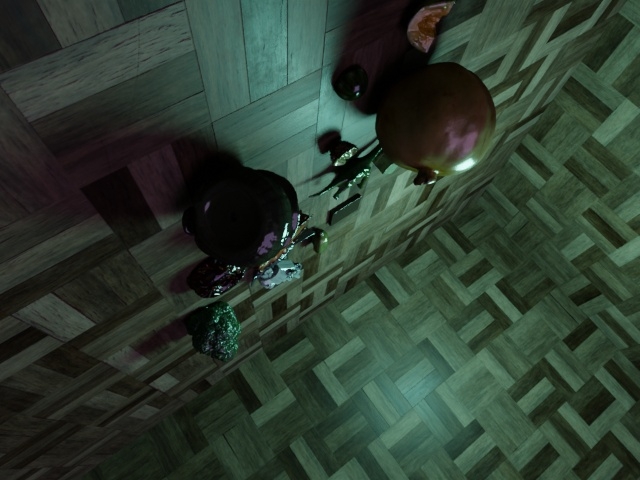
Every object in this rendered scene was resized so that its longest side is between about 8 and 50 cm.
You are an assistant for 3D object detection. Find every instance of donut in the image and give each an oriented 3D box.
[{"bbox_3d":[-0.390,0.138,1.762,0.235,0.089,0.235,-32,161,-12],"label":"donut"}]

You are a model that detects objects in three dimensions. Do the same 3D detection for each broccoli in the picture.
[{"bbox_3d":[-0.488,0.423,2.083,0.254,0.269,0.269,-14,151,-42],"label":"broccoli"}]

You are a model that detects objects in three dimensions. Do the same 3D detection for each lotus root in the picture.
[{"bbox_3d":[0.001,0.000,2.176,0.077,0.090,0.183,-7,153,-7],"label":"lotus root"}]

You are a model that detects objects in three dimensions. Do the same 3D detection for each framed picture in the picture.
[{"bbox_3d":[0.113,-0.142,2.151,0.168,0.023,0.128,-33,162,-17],"label":"framed picture"}]

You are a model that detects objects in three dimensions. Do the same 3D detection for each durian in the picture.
[{"bbox_3d":[0.066,-0.306,1.584,0.110,0.071,0.140,-41,176,25],"label":"durian"}]

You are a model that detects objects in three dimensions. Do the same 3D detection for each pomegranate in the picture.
[{"bbox_3d":[0.372,-0.372,1.516,0.411,0.411,0.411,-34,162,-13],"label":"pomegranate"}]

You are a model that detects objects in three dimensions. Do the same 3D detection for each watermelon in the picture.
[{"bbox_3d":[0.097,-0.443,1.323,0.105,0.062,0.105,-30,162,-11],"label":"watermelon"}]

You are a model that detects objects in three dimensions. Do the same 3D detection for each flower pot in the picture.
[{"bbox_3d":[-0.220,-0.071,1.290,0.302,0.302,0.213,-44,173,17],"label":"flower pot"}]

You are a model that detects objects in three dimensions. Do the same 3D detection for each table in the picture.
[{"bbox_3d":[0.270,-0.327,1.905,0.079,0.083,0.062,-15,152,-52],"label":"table"}]

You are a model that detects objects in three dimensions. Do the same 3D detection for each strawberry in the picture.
[{"bbox_3d":[-0.182,-0.011,1.668,0.280,0.150,0.253,-45,176,-24],"label":"strawberry"}]

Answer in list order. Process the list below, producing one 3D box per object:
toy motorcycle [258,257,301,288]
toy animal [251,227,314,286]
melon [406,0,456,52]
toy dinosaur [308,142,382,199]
[{"bbox_3d":[-0.205,0.159,2.130,0.260,0.110,0.171,2,135,-51],"label":"toy motorcycle"},{"bbox_3d":[-0.182,0.037,1.938,0.367,0.081,0.206,-43,159,-11],"label":"toy animal"},{"bbox_3d":[0.289,-0.616,1.270,0.128,0.079,0.160,-6,148,-28],"label":"melon"},{"bbox_3d":[0.153,-0.300,1.747,0.447,0.087,0.301,-32,163,-40],"label":"toy dinosaur"}]
